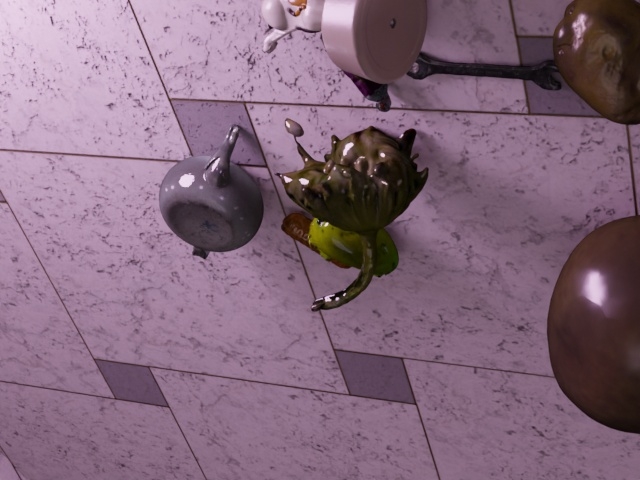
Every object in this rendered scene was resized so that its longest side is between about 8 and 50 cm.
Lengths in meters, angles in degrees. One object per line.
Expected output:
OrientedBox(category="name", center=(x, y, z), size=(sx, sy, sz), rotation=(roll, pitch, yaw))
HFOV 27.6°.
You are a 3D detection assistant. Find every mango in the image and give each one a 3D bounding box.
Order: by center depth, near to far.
OrientedBox(category="mango", center=(0.064, 0.001, 2.309), size=(0.178, 0.100, 0.119), rotation=(31, 165, -20))

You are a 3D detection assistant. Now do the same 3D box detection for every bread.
OrientedBox(category="bread", center=(0.000, 0.000, 2.383), size=(0.157, 0.044, 0.052), rotation=(31, 144, -6))

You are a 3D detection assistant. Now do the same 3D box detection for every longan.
OrientedBox(category="longan", center=(0.518, 0.135, 2.049), size=(0.361, 0.361, 0.361), rotation=(15, 140, 13))

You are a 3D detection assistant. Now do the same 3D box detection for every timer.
OrientedBox(category="timer", center=(0.004, -0.336, 1.938), size=(0.266, 0.175, 0.175), rotation=(14, 142, 37))

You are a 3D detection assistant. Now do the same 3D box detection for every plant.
OrientedBox(category="plant", center=(0.074, -0.047, 2.183), size=(0.251, 0.180, 0.333), rotation=(-2, 138, 15))

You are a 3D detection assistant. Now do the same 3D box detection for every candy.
OrientedBox(category="candy", center=(0.062, -0.269, 2.046), size=(0.175, 0.045, 0.043), rotation=(47, 171, -27))

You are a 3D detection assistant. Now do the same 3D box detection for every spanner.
OrientedBox(category="spanner", center=(0.246, -0.257, 1.976), size=(0.254, 0.015, 0.054), rotation=(7, 138, 22))

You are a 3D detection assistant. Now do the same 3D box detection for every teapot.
OrientedBox(category="teapot", center=(-0.193, -0.072, 2.347), size=(0.193, 0.129, 0.294), rotation=(22, 144, 5))

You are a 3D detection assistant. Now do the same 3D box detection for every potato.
OrientedBox(category="potato", center=(0.413, -0.252, 1.801), size=(0.200, 0.137, 0.154), rotation=(35, 110, -11))
